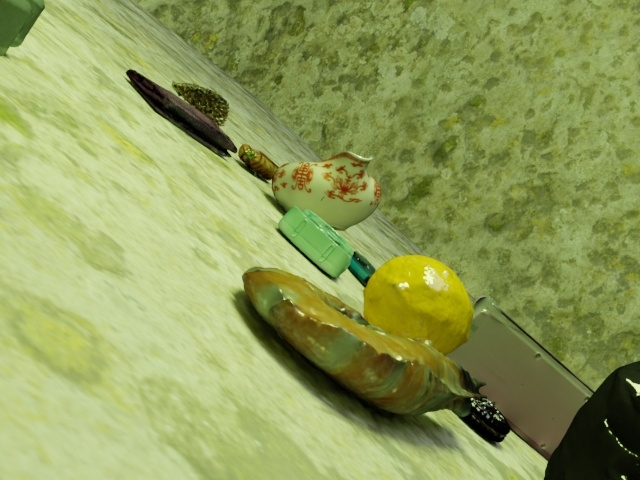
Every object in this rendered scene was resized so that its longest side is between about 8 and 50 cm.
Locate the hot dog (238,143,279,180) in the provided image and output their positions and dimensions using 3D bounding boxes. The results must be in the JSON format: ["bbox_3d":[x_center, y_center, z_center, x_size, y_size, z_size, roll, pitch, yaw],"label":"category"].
[{"bbox_3d":[-0.099,-0.120,1.442,0.049,0.037,0.122,32,-3,23],"label":"hot dog"}]

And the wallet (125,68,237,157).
[{"bbox_3d":[-0.196,-0.184,1.291,0.166,0.030,0.111,33,12,-50],"label":"wallet"}]

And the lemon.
[{"bbox_3d":[0.107,0.076,0.981,0.114,0.114,0.155,46,4,35],"label":"lemon"}]

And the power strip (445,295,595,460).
[{"bbox_3d":[0.265,0.189,1.166,0.279,0.109,0.037,40,5,-14],"label":"power strip"}]

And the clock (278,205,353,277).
[{"bbox_3d":[0.000,0.000,1.163,0.101,0.041,0.135,42,6,5],"label":"clock"}]

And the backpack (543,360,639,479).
[{"bbox_3d":[0.438,0.286,0.812,0.363,0.255,0.445,2,37,-46],"label":"backpack"}]

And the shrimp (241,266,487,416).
[{"bbox_3d":[0.044,0.088,0.759,0.164,0.062,0.317,43,8,38],"label":"shrimp"}]

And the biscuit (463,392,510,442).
[{"bbox_3d":[0.172,0.186,0.995,0.089,0.027,0.087,40,7,-9],"label":"biscuit"}]

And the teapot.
[{"bbox_3d":[0.002,-0.072,1.333,0.159,0.116,0.245,-3,6,-31],"label":"teapot"}]

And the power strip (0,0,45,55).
[{"bbox_3d":[-0.309,-0.215,0.694,0.194,0.059,0.265,39,6,18],"label":"power strip"}]

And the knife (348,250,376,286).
[{"bbox_3d":[0.030,0.009,1.363,0.044,0.026,0.296,20,19,-40],"label":"knife"}]

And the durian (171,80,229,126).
[{"bbox_3d":[-0.200,-0.242,1.566,0.130,0.052,0.066,34,7,-44],"label":"durian"}]
